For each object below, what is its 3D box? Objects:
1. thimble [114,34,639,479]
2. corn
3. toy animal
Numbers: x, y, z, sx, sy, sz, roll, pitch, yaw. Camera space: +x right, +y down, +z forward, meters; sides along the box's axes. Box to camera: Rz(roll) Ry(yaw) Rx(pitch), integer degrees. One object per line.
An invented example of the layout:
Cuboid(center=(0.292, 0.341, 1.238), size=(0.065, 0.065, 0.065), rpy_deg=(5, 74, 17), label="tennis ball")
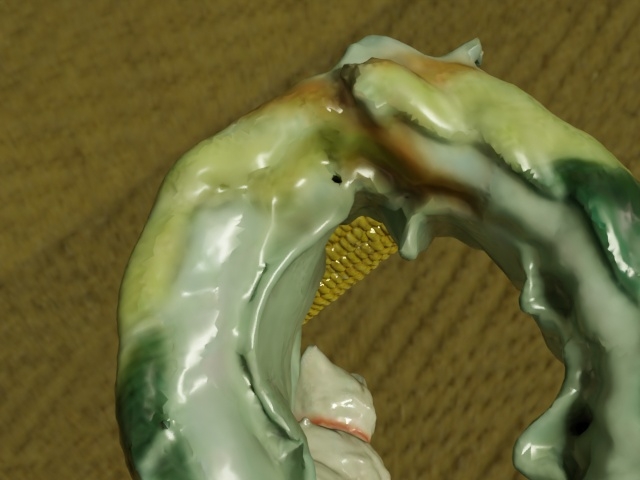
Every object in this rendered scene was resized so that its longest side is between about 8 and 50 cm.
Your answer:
Cuboid(center=(0.046, 0.060, 0.703), size=(0.254, 0.167, 0.288), rpy_deg=(-12, 77, 5), label="thimble")
Cuboid(center=(0.000, 0.000, 1.386), size=(0.293, 0.106, 0.106), rpy_deg=(-38, 72, 25), label="corn")
Cuboid(center=(-0.022, 0.203, 1.650), size=(0.266, 0.308, 0.188), rpy_deg=(30, 82, 45), label="toy animal")
